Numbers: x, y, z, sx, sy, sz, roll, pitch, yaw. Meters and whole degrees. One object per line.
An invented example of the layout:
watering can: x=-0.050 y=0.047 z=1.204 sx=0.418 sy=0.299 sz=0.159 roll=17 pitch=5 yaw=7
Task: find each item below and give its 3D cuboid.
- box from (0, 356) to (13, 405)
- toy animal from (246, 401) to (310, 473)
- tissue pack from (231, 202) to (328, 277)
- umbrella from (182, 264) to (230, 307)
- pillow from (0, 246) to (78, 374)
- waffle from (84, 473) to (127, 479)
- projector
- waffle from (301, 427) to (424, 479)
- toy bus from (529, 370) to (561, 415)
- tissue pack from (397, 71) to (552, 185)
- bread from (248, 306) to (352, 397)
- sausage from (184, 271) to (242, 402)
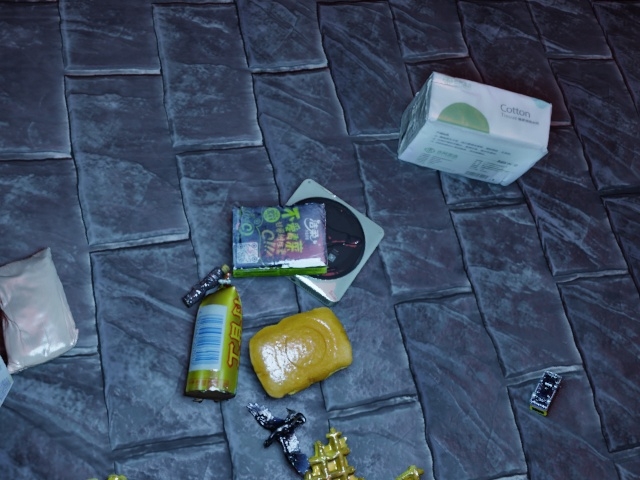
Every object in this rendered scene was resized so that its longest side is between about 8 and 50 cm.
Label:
box: x=-0.717 y=0.308 z=1.559 sx=0.097 sy=0.265 sz=0.168 roll=23 pitch=64 yaw=-3
toy animal: x=-0.086 y=0.435 z=1.775 sx=0.220 sy=0.062 sz=0.108 roll=40 pitch=89 yaw=30
tissue pack: x=-0.102 y=0.000 z=1.908 sx=0.236 sy=0.073 sz=0.173 roll=-3 pitch=72 yaw=-2
umbrella: x=-0.279 y=0.108 z=1.899 sx=0.037 sy=0.040 sz=0.144 roll=38 pitch=61 yaw=13
pillow: x=-0.660 y=0.154 z=1.756 sx=0.173 sy=0.067 sz=0.270 roll=-17 pitch=72 yaw=-28
waffle: x=-0.475 y=0.647 z=1.584 sx=0.325 sy=0.068 sz=0.302 roll=-15 pitch=71 yaw=-20
projector: x=0.000 y=0.000 z=2.003 sx=0.257 sy=0.079 sz=0.259 roll=35 pitch=64 yaw=2
waffle: x=0.081 y=0.592 z=1.768 sx=0.293 sy=0.069 sz=0.259 roll=28 pitch=66 yaw=-2
toy bus: x=0.582 y=0.394 z=1.999 sx=0.052 sy=0.058 sz=0.102 roll=21 pitch=58 yaw=27
tissue pack: x=0.424 y=-0.305 z=2.156 sx=0.357 sy=0.266 sz=0.193 roll=13 pitch=69 yaw=-10
bread: x=-0.052 y=0.267 z=1.846 sx=0.246 sy=0.121 sz=0.174 roll=-19 pitch=71 yaw=-25
sausage: x=-0.240 y=0.222 z=1.818 sx=0.117 sy=0.125 sz=0.317 roll=9 pitch=61 yaw=-8
